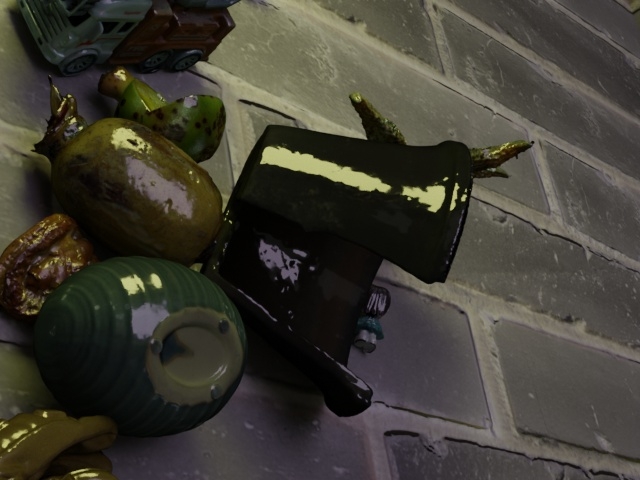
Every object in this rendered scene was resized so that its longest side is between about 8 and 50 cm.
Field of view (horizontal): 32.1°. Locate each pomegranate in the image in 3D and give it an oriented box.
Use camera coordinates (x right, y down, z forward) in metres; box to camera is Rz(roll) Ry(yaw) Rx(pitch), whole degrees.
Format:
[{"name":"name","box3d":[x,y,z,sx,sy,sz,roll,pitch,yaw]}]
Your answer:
[{"name":"pomegranate","box3d":[-0.211,-0.144,1.416,0.169,0.122,0.143,17,8,3]}]

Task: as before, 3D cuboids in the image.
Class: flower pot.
[{"name":"flower pot","box3d":[0.000,0.000,1.411,0.251,0.379,0.379,23,43,-8]},{"name":"flower pot","box3d":[-0.184,0.113,1.178,0.243,0.157,0.190,16,80,-50]}]

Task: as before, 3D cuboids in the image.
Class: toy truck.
[{"name":"toy truck","box3d":[-0.241,-0.319,1.450,0.338,0.184,0.133,-15,74,-53]}]

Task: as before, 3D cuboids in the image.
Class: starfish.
[{"name":"starfish","box3d":[0.121,-0.113,1.617,0.347,0.358,0.078,9,77,-10]}]

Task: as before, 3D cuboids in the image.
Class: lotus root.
[{"name":"lotus root","box3d":[-0.237,-0.069,1.300,0.278,0.154,0.154,40,38,-9]}]

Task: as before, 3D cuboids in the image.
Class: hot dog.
[{"name":"hot dog","box3d":[-0.296,0.029,1.221,0.099,0.065,0.147,61,32,-10]}]

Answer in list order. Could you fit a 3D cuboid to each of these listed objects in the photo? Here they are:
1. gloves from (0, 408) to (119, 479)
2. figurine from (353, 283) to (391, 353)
[{"name":"gloves","box3d":[-0.305,0.237,0.980,0.141,0.154,0.331,57,42,-3]},{"name":"figurine","box3d":[0.068,0.108,1.610,0.059,0.047,0.106,12,53,1]}]
